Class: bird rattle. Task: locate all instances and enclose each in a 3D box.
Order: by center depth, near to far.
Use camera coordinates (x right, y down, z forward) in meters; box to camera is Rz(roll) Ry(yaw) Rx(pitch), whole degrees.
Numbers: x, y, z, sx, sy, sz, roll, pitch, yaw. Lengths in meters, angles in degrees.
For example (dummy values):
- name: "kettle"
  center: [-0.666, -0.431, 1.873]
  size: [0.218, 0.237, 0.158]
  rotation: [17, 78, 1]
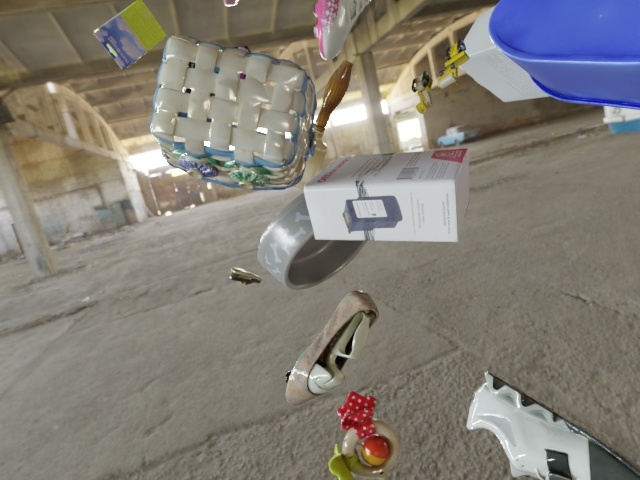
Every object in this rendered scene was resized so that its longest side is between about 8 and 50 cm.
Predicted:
- name: "bird rattle"
  center: [0.124, 0.571, 1.191]
  size: [0.207, 0.253, 0.143]
  rotation: [22, -12, -11]

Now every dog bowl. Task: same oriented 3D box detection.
- name: "dog bowl"
  center: [0.000, 0.000, 1.176]
  size: [0.349, 0.102, 0.348]
  rotation: [-30, -28, -18]

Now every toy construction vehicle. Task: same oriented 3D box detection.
- name: "toy construction vehicle"
  center: [0.177, -0.235, 0.613]
  size: [0.086, 0.035, 0.098]
  rotation: [-28, 33, 40]

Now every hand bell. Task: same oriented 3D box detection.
- name: "hand bell"
  center: [0.002, -0.229, 0.820]
  size: [0.126, 0.242, 0.126]
  rotation: [23, 26, -12]

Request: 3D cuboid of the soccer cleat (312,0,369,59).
- name: "soccer cleat"
  center: [0.070, -0.565, 0.944]
  size: [0.143, 0.331, 0.116]
  rotation: [5, -12, 11]

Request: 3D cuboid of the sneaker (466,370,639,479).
- name: "sneaker"
  center: [0.427, 0.391, 0.768]
  size: [0.330, 0.146, 0.122]
  rotation: [26, -5, 43]

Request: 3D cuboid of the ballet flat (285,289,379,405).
- name: "ballet flat"
  center: [0.029, 0.260, 0.958]
  size: [0.108, 0.316, 0.106]
  rotation: [30, 0, -37]

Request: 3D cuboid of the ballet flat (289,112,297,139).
- name: "ballet flat"
  center: [-0.065, -0.338, 1.499]
  size: [0.083, 0.247, 0.087]
  rotation: [-15, 0, -11]

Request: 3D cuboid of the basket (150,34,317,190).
- name: "basket"
  center: [-0.130, -0.183, 0.650]
  size: [0.255, 0.201, 0.289]
  rotation: [12, 9, -3]

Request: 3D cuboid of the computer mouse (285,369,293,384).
- name: "computer mouse"
  center: [-0.014, 0.360, 1.182]
  size: [0.041, 0.071, 0.242]
  rotation: [-21, -9, 30]

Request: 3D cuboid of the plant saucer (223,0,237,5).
- name: "plant saucer"
  center: [-0.201, -0.716, 0.943]
  size: [0.084, 0.332, 0.332]
  rotation: [-7, 10, -7]

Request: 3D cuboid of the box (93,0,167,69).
- name: "box"
  center: [-0.516, -0.553, 1.136]
  size: [0.042, 0.109, 0.178]
  rotation: [8, 54, 42]

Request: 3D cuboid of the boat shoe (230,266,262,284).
- name: "boat shoe"
  center: [-0.269, 0.133, 1.496]
  size: [0.056, 0.049, 0.152]
  rotation: [25, -3, 37]

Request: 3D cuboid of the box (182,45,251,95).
- name: "box"
  center: [-0.247, -0.392, 0.990]
  size: [0.162, 0.029, 0.116]
  rotation: [-24, -19, -31]

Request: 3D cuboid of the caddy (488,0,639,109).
- name: "caddy"
  center: [0.371, -0.278, 0.471]
  size: [0.179, 0.241, 0.341]
  rotation: [6, 18, -35]

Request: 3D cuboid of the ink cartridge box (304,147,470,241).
- name: "ink cartridge box"
  center: [0.117, -0.078, 0.705]
  size: [0.237, 0.100, 0.172]
  rotation: [1, 27, 25]

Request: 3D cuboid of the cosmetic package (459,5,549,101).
- name: "cosmetic package"
  center: [0.562, -0.484, 1.033]
  size: [0.230, 0.161, 0.453]
  rotation: [28, 4, -19]
